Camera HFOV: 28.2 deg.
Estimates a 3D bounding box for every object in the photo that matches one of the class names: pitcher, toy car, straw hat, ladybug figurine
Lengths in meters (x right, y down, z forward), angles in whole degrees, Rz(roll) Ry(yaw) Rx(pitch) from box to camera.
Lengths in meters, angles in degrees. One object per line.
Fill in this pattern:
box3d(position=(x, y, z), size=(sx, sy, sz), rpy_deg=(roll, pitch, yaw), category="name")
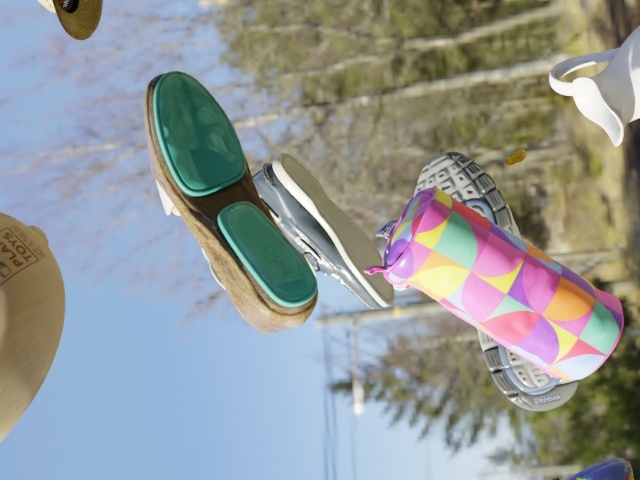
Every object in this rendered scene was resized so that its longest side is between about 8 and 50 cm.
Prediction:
box3d(position=(0.423, -0.232, 1.689), size=(0.178, 0.207, 0.125), rpy_deg=(47, 166, 47), category="pitcher")
box3d(position=(0.202, -0.050, 1.450), size=(0.060, 0.122, 0.040), rpy_deg=(52, -154, 2), category="toy car")
box3d(position=(-0.362, -0.348, 1.766), size=(0.144, 0.061, 0.144), rpy_deg=(1, -90, -70), category="straw hat")
box3d(position=(-0.477, 0.145, 1.436), size=(0.305, 0.449, 0.162), rpy_deg=(45, 156, 10), category="ladybug figurine")

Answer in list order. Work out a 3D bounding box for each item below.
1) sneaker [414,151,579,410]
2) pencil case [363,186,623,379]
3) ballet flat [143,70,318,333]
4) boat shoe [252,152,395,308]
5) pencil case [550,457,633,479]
box3d(position=(0.189, 0.043, 1.394), size=(0.297, 0.111, 0.129), rpy_deg=(67, -165, 5), category="sneaker")
box3d(position=(0.163, 0.042, 1.181), size=(0.104, 0.236, 0.104), rpy_deg=(-57, 12, 20), category="pencil case")
box3d(position=(-0.120, -0.033, 1.489), size=(0.342, 0.116, 0.124), rpy_deg=(56, 144, 14), category="ballet flat")
box3d(position=(0.000, 0.000, 1.716), size=(0.254, 0.079, 0.095), rpy_deg=(48, -156, -15), category="boat shoe")
box3d(position=(0.323, 0.390, 1.376), size=(0.119, 0.133, 0.306), rpy_deg=(61, -171, -69), category="pencil case")
